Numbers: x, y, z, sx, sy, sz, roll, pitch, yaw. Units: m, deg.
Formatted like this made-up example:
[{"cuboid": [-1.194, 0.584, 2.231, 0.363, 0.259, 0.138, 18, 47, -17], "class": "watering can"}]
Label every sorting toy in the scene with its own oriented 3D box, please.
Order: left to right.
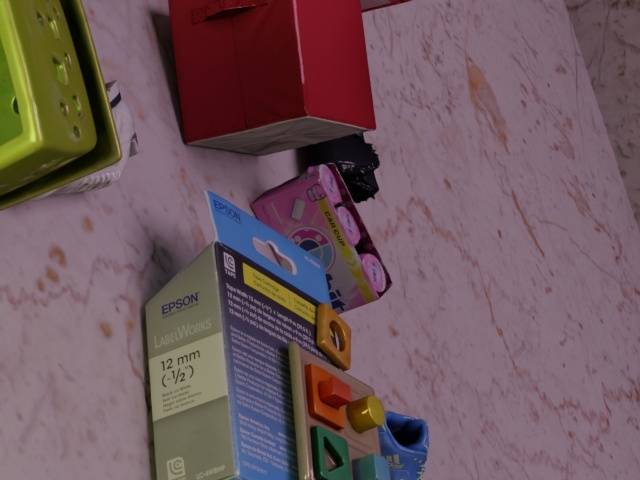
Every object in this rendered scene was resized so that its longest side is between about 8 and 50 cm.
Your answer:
[{"cuboid": [0.031, 0.218, 1.952, 0.196, 0.047, 0.348, 38, 39, -50], "class": "sorting toy"}]

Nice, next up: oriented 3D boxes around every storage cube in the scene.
[{"cuboid": [-0.057, -0.221, 2.177, 0.215, 0.183, 0.193, 7, 75, -62], "class": "storage cube"}]

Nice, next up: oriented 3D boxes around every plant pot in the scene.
[{"cuboid": [-0.321, -0.140, 1.613, 0.207, 0.227, 0.228, 10, 61, -67], "class": "plant pot"}]

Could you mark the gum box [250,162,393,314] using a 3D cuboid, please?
[{"cuboid": [0.000, 0.000, 2.235, 0.188, 0.107, 0.062, 63, 27, -10], "class": "gum box"}]

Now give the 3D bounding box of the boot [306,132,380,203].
[{"cuboid": [0.001, -0.180, 2.384, 0.246, 0.094, 0.207, 43, 32, -52], "class": "boot"}]

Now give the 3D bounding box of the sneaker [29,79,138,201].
[{"cuboid": [-0.253, -0.090, 1.856, 0.095, 0.090, 0.235, 69, 26, -20], "class": "sneaker"}]

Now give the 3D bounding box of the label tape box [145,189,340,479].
[{"cuboid": [-0.082, 0.150, 1.967, 0.249, 0.115, 0.348, 34, 40, -51], "class": "label tape box"}]

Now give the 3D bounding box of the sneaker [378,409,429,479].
[{"cuboid": [0.101, 0.292, 2.186, 0.240, 0.126, 0.091, 45, 35, -38], "class": "sneaker"}]

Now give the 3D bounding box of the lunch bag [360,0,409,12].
[{"cuboid": [0.056, -0.453, 2.463, 0.293, 0.258, 0.120, 59, 25, -52], "class": "lunch bag"}]
